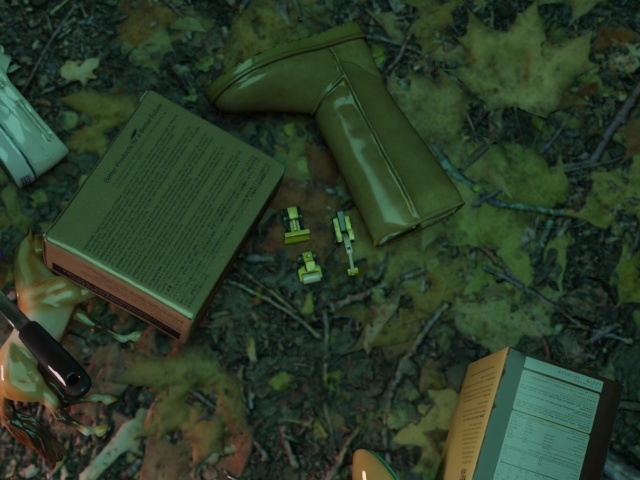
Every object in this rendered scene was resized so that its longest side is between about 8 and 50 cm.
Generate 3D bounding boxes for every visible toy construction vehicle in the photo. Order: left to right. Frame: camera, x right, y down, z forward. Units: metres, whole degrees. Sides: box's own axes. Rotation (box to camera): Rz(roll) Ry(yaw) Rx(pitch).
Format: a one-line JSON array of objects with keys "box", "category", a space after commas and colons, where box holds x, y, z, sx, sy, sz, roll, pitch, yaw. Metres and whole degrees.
[{"box": [0.000, 0.000, 1.391, 0.085, 0.035, 0.098, -8, 79, -7], "category": "toy construction vehicle"}]

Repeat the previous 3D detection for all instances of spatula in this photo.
[{"box": [-0.346, 0.081, 1.281, 0.084, 0.030, 0.296, -45, 61, -13], "category": "spatula"}]

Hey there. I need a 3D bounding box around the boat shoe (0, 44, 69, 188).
[{"box": [-0.400, -0.193, 1.364, 0.088, 0.096, 0.267, -34, 84, -15], "category": "boat shoe"}]

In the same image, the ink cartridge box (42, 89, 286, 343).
[{"box": [-0.179, -0.029, 1.329, 0.193, 0.088, 0.235, 29, 63, 2], "category": "ink cartridge box"}]

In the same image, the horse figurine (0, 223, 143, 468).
[{"box": [-0.305, 0.124, 1.320, 0.174, 0.066, 0.263, 19, 75, -6], "category": "horse figurine"}]

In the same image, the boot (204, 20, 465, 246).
[{"box": [0.019, -0.115, 1.382, 0.236, 0.089, 0.270, -25, 82, -18], "category": "boot"}]

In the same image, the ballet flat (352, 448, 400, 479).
[{"box": [0.089, 0.349, 1.298, 0.073, 0.080, 0.232, -28, 81, -32], "category": "ballet flat"}]

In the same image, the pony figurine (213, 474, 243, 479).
[{"box": [0.008, 0.427, 1.173, 0.363, 0.303, 0.351, -14, 100, 18], "category": "pony figurine"}]

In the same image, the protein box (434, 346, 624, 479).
[{"box": [0.222, 0.244, 1.275, 0.136, 0.200, 0.201, 19, 77, -1], "category": "protein box"}]
